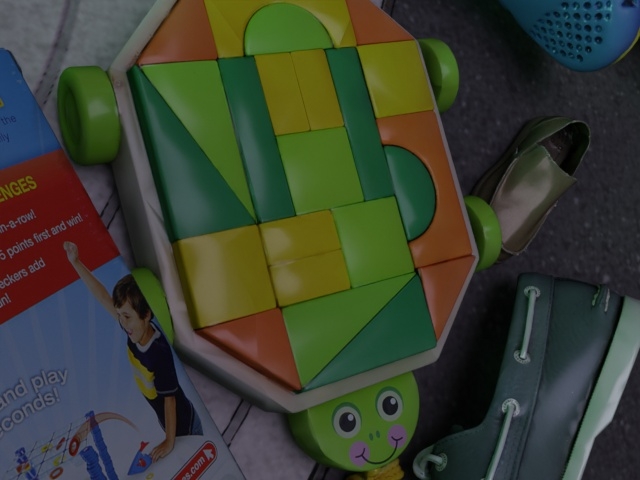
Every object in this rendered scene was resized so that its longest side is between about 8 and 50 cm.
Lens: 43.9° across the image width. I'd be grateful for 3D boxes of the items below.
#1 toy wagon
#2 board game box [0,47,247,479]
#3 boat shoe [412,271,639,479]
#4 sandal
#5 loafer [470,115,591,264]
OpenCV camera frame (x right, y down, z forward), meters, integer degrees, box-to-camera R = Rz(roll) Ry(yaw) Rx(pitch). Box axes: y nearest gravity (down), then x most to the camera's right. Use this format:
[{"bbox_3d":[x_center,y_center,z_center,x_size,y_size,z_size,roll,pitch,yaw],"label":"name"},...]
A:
[{"bbox_3d":[0.000,0.000,0.499,0.267,0.068,0.344,-13,86,-30],"label":"toy wagon"},{"bbox_3d":[-0.169,0.104,0.283,0.301,0.086,0.308,63,29,-8],"label":"board game box"},{"bbox_3d":[0.115,0.158,0.530,0.099,0.116,0.319,26,69,17],"label":"boat shoe"},{"bbox_3d":[0.114,-0.250,0.591,0.138,0.126,0.317,-39,90,-28],"label":"sandal"},{"bbox_3d":[0.161,-0.046,0.608,0.056,0.050,0.148,39,64,-16],"label":"loafer"}]
